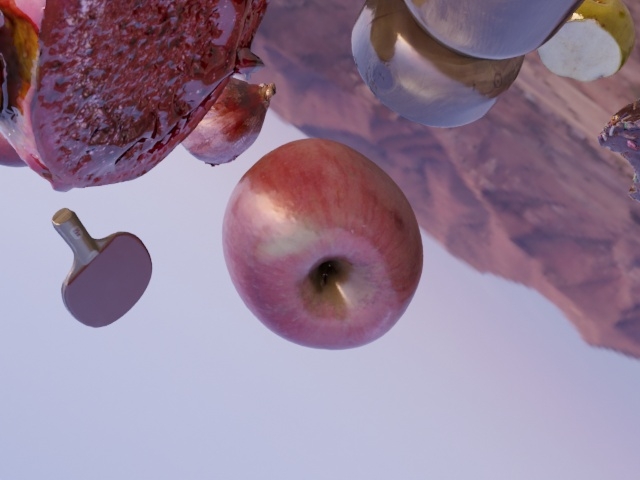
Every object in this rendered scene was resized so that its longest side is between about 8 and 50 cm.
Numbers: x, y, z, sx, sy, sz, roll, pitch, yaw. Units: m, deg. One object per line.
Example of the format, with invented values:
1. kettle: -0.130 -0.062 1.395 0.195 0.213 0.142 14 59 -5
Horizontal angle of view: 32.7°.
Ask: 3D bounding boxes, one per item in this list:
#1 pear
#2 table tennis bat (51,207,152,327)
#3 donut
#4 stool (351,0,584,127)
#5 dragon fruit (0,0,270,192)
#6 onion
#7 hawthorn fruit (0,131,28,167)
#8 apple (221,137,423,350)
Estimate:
1. pear: 0.384 -0.303 1.572 0.141 0.141 0.104 35 -128 -15
2. table tennis bat: -0.300 0.032 1.468 0.022 0.138 0.246 35 161 29
3. donut: 0.560 -0.141 1.721 0.230 0.096 0.216 43 152 -28
4. stool: 0.152 -0.246 1.054 0.179 0.179 0.264 37 153 1
5. dragon fruit: -0.208 -0.250 1.008 0.249 0.386 0.371 30 -179 15
6. onion: -0.161 -0.224 1.909 0.159 0.195 0.159 47 -151 -37
7. hawthorn fruit: -0.556 -0.209 1.996 0.188 0.169 0.169 -18 -136 -32
8. apple: 0.000 0.000 1.763 0.345 0.344 0.269 34 -163 -25
